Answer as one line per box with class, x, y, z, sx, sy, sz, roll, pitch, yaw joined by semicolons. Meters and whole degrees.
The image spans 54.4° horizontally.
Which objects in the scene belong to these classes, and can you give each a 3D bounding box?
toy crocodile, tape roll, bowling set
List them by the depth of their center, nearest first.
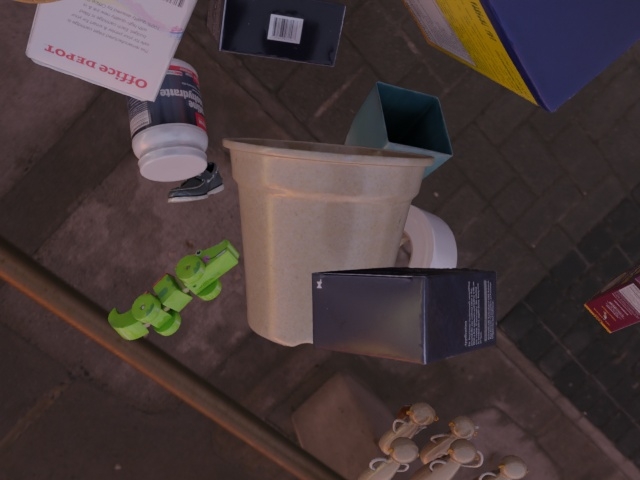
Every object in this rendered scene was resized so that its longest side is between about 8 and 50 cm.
bowling set;0.190;0.337;1.076;0.287;0.200;0.154;21;122;-28
toy crocodile;-0.338;0.115;1.454;0.340;0.105;0.115;-40;145;0
tape roll;0.209;0.051;1.612;0.100;0.286;0.286;19;105;-41

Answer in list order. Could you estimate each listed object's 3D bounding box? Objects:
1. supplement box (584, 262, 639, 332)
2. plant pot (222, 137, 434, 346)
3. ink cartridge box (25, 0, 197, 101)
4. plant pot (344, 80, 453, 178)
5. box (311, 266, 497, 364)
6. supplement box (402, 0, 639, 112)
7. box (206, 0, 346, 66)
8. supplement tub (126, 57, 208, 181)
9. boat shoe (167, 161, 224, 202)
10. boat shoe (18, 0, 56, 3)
supplement box;0.621;0.103;1.220;0.104;0.188;0.081;-36;77;-18
plant pot;0.000;0.000;1.015;0.334;0.334;0.305;2;101;-16
ink cartridge box;-0.330;-0.415;1.030;0.226;0.131;0.306;17;131;-27
plant pot;0.151;-0.204;1.412;0.165;0.166;0.234;7;148;-25
box;0.098;0.079;0.721;0.158;0.156;0.093;0;89;-48
supplement box;0.249;-0.360;0.845;0.195;0.356;0.194;-41;126;7
box;-0.144;-0.656;1.838;0.343;0.312;0.179;2;117;-20
supplement tub;-0.393;-0.308;1.596;0.191;0.191;0.272;-8;76;-12
boat shoe;-0.388;-0.180;1.920;0.116;0.319;0.099;-3;103;14
boat shoe;-0.390;-0.347;0.756;0.277;0.096;0.098;-1;124;3
